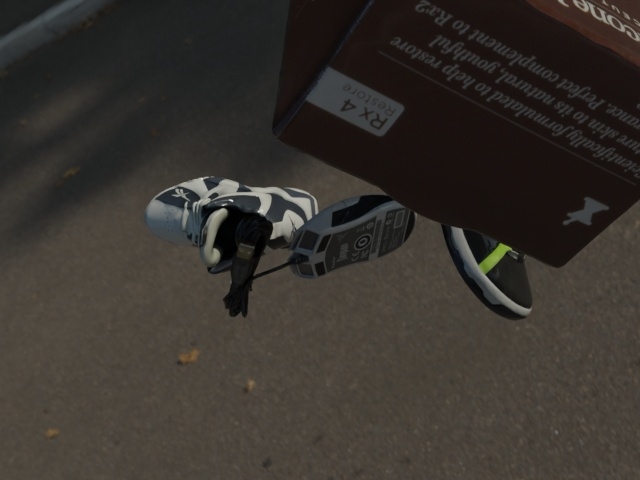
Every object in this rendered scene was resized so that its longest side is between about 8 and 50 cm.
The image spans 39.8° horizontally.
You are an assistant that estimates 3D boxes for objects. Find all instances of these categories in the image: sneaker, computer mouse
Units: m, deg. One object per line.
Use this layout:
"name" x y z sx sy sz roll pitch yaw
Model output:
"sneaker" -0.134 -0.019 1.052 0.235 0.094 0.153 9 13 21
"computer mouse" 0.000 0.000 0.795 0.193 0.106 0.042 -18 48 -27
"sneaker" 0.160 -0.046 0.804 0.097 0.084 0.234 -24 76 28

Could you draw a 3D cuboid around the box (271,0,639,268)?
"box" 0.092 -0.186 0.564 0.143 0.191 0.381 -49 27 41
